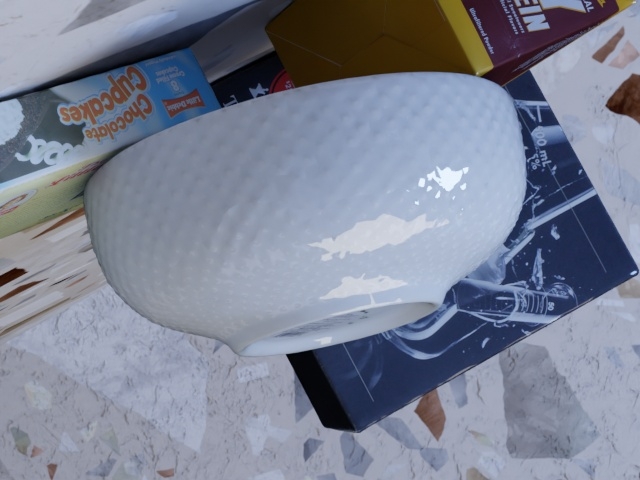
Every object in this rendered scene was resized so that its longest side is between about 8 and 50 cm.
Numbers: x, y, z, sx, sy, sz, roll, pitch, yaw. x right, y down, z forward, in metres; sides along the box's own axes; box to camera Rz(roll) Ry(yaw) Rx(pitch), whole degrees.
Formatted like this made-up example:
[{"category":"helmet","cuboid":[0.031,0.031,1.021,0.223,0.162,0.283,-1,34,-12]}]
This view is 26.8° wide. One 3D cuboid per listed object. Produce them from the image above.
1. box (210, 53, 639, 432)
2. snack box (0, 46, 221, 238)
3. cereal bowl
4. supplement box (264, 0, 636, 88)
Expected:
[{"category":"box","cuboid":[0.073,-0.038,1.304,0.312,0.343,0.179,-28,178,-11]},{"category":"snack box","cuboid":[-0.238,-0.040,0.940,0.187,0.060,0.322,-29,179,41]},{"category":"cereal bowl","cuboid":[0.000,0.000,1.010,0.339,0.141,0.339,-14,169,-3]},{"category":"supplement box","cuboid":[0.101,-0.178,1.068,0.194,0.129,0.191,-27,178,-37]}]
